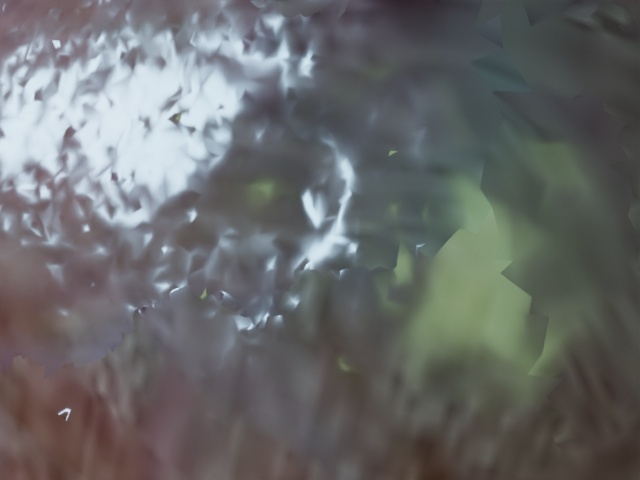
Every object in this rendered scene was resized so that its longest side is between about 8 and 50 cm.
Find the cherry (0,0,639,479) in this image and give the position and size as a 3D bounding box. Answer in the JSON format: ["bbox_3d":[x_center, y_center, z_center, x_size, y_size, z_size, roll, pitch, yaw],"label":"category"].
[{"bbox_3d":[0.000,0.000,0.426,0.307,0.221,0.261,-5,62,4],"label":"cherry"}]
